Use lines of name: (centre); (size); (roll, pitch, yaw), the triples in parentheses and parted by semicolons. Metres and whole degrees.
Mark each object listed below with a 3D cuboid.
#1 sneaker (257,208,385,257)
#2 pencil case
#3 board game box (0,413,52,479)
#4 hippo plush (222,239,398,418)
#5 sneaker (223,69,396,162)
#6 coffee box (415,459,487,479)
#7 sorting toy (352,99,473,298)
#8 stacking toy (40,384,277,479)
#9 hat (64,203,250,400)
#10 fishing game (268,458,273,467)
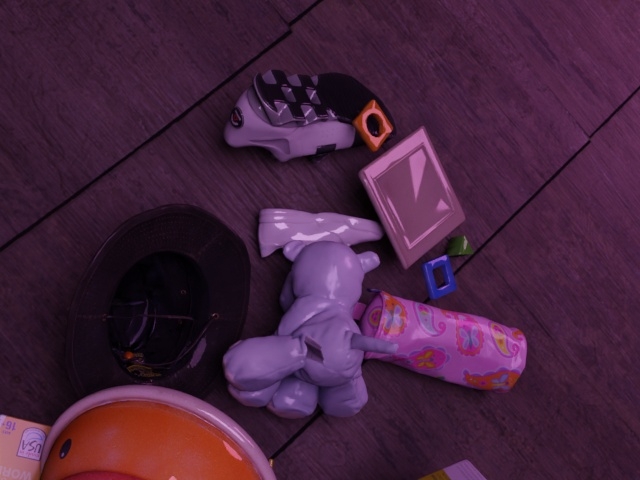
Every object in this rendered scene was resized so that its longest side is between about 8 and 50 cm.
sneaker: (0.000, 0.000, 1.814); (0.212, 0.080, 0.094); (4, 90, -14)
pencil case: (0.192, 0.165, 1.820); (0.284, 0.124, 0.124); (16, 74, -16)
board game box: (-0.527, 0.384, 1.532); (0.242, 0.064, 0.316); (17, 73, -16)
hippo plush: (-0.029, 0.115, 1.684); (0.234, 0.294, 0.236); (4, 59, -7)
sneaker: (-0.021, -0.193, 1.827); (0.331, 0.146, 0.122); (4, 56, -43)
coffee box: (0.153, 0.559, 1.511); (0.334, 0.338, 0.337); (-22, 104, -7)
sorting toy: (0.145, -0.072, 1.845); (0.196, 0.047, 0.347); (-39, 109, -40)
stacking toy: (-0.266, 0.429, 1.352); (0.350, 0.350, 0.480); (44, 27, -7)
hat: (-0.256, 0.094, 1.639); (0.331, 0.134, 0.331); (-14, 115, -33)
fishing game: (-0.204, 0.370, 1.661); (0.264, 0.041, 0.189); (3, 79, -5)
